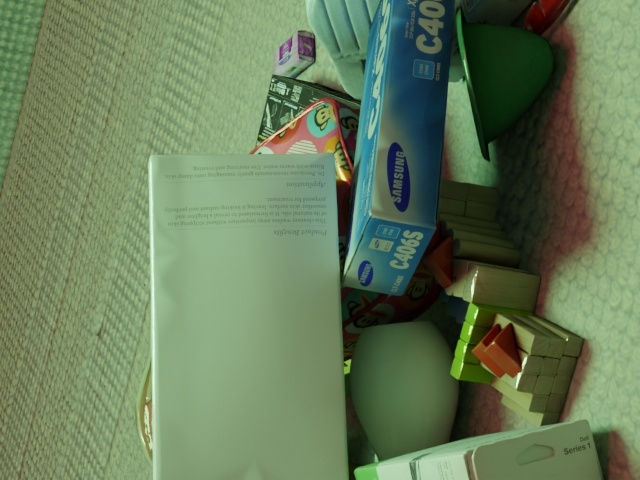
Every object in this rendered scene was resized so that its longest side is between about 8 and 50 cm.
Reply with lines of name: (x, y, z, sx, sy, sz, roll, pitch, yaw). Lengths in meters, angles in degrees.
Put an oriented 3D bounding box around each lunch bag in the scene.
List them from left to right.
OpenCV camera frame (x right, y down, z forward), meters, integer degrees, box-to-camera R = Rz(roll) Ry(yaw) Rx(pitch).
lunch bag: (0.000, 0.000, 1.992, 0.258, 0.120, 0.293, -37, 60, 32)

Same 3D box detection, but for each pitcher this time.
pitcher: (0.092, 0.202, 1.887, 0.178, 0.125, 0.207, 162, 103, -69)

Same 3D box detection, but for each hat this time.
hat: (0.254, -0.198, 1.800, 0.208, 0.183, 0.173, 67, -165, -57)

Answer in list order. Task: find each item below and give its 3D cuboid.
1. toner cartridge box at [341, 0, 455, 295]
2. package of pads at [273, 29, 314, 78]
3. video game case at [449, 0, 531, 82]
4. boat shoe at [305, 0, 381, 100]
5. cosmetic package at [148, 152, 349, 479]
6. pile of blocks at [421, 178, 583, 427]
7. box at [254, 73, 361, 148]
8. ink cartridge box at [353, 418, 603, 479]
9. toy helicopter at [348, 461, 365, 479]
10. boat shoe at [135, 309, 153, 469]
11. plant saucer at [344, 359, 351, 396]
toner cartridge box: (0.088, -0.131, 1.796, 0.165, 0.075, 0.348, 108, 170, -60)
package of pads: (-0.040, -0.272, 2.388, 0.083, 0.032, 0.050, -33, 54, 56)
video game case: (0.186, -0.368, 1.942, 0.244, 0.061, 0.269, -49, 41, 49)
boat shoe: (0.046, -0.294, 1.993, 0.335, 0.121, 0.119, 79, -171, -66)
cosmetic package: (-0.084, 0.102, 1.804, 0.156, 0.217, 0.385, 116, 155, -79)
pile of blocks: (0.159, 0.061, 1.796, 0.149, 0.113, 0.362, -63, 31, 31)
box: (-0.005, -0.085, 2.208, 0.307, 0.076, 0.242, 28, 106, 62)
ink cartridge box: (0.162, 0.251, 1.661, 0.219, 0.160, 0.092, -22, 80, 60)
toy helicopter: (0.002, 0.433, 1.883, 0.235, 0.140, 0.355, -122, 45, -75)
boat shoe: (-0.206, 0.210, 2.464, 0.116, 0.123, 0.324, -32, 55, 54)
plant saucer: (-0.043, 0.184, 2.039, 0.241, 0.241, 0.037, 0, 102, 63)
